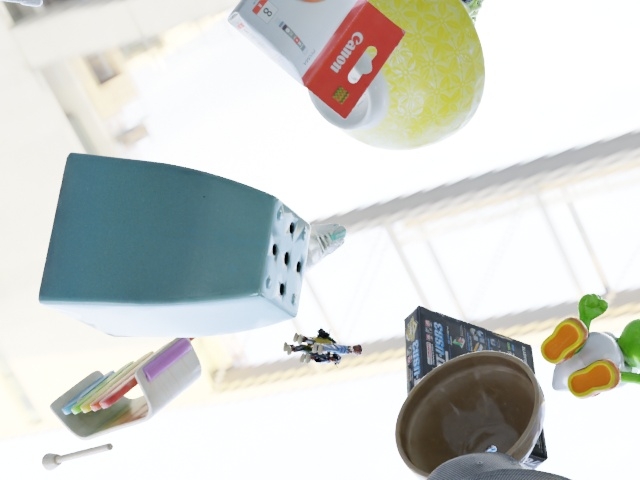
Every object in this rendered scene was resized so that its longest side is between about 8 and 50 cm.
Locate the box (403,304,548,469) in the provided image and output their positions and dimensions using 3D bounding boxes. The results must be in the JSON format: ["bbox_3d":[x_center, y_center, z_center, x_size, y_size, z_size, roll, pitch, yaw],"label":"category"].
[{"bbox_3d":[0.313,0.304,2.735,0.073,0.293,0.296,-52,-152,42],"label":"box"}]

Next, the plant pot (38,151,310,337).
[{"bbox_3d":[-0.141,0.012,1.407,0.234,0.166,0.165,2,164,23],"label":"plant pot"}]

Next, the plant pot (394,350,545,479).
[{"bbox_3d":[0.241,0.292,2.025,0.237,0.110,0.237,-22,-141,19],"label":"plant pot"}]

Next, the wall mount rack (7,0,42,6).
[{"bbox_3d":[-0.576,-0.505,2.121,0.130,0.350,0.304,-10,170,13],"label":"wall mount rack"}]

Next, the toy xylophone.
[{"bbox_3d":[-0.321,0.251,2.099,0.322,0.081,0.236,-27,-171,42],"label":"toy xylophone"}]

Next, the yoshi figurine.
[{"bbox_3d":[0.589,0.215,2.655,0.203,0.204,0.362,10,-178,29],"label":"yoshi figurine"}]

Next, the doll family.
[{"bbox_3d":[0.010,0.233,2.862,0.111,0.076,0.193,11,-171,-31],"label":"doll family"}]

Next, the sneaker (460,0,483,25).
[{"bbox_3d":[0.179,-0.335,2.038,0.147,0.385,0.145,14,-129,36],"label":"sneaker"}]

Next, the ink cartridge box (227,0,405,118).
[{"bbox_3d":[0.003,-0.249,1.528,0.145,0.179,0.045,-56,-168,-20],"label":"ink cartridge box"}]

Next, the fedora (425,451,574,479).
[{"bbox_3d":[0.244,0.381,1.857,0.275,0.244,0.124,-1,-147,-12],"label":"fedora"}]

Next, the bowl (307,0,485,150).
[{"bbox_3d":[0.071,-0.238,1.885,0.289,0.290,0.156,-9,-159,47],"label":"bowl"}]

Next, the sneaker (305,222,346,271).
[{"bbox_3d":[0.000,0.000,2.329,0.094,0.080,0.212,-17,-174,9],"label":"sneaker"}]
